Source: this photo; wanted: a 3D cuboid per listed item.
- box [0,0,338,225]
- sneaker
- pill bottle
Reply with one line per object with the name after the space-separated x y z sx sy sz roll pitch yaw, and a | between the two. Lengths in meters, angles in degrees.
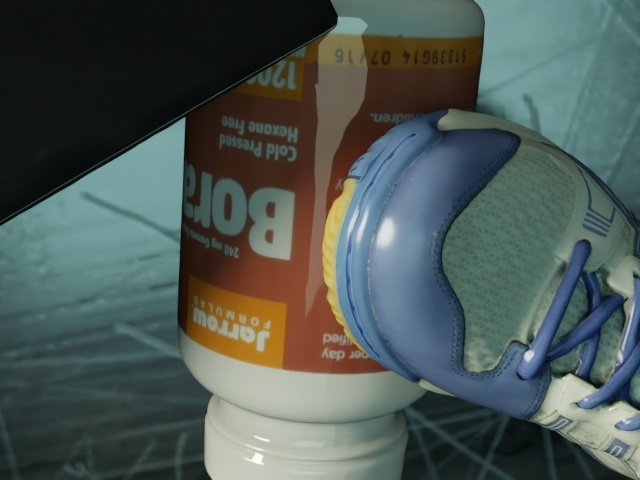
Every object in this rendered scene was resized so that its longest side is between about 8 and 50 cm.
-0.152 -0.079 0.369 0.261 0.184 0.103 -31 124 -2 | box
0.131 0.041 0.412 0.296 0.131 0.111 27 88 -40 | sneaker
0.000 0.000 0.456 0.121 0.121 0.216 3 105 -4 | pill bottle
